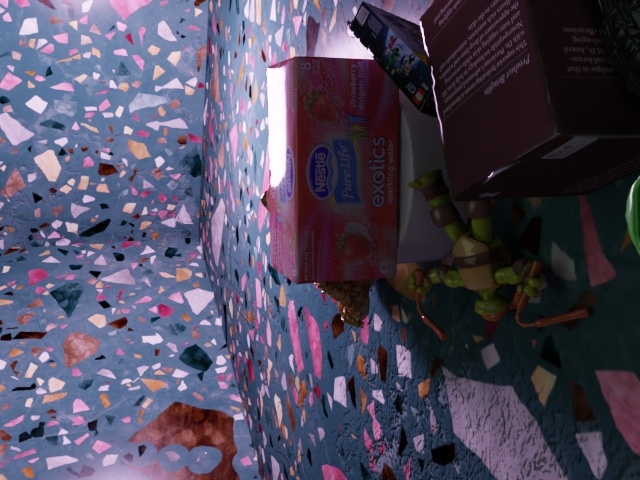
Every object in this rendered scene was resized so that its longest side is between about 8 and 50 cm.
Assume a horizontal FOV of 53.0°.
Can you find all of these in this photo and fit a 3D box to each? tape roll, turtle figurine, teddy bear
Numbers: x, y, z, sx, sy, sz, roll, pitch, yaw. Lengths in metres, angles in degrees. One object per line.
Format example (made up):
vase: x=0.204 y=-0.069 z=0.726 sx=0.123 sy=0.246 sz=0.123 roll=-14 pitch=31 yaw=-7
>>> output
tape roll: x=0.120 y=-0.103 z=0.985 sx=0.286 sy=0.100 sz=0.285 roll=176 pitch=90 yaw=-71
turtle figurine: x=0.201 y=0.011 z=0.789 sx=0.270 sy=0.087 sz=0.217 roll=-7 pitch=102 yaw=59
teddy bear: x=0.000 y=0.000 z=1.121 sx=0.338 sy=0.113 sz=0.245 roll=51 pitch=-147 yaw=-38

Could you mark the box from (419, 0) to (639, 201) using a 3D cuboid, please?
box: x=0.214 y=-0.158 z=0.594 sx=0.168 sy=0.167 sz=0.203 roll=144 pitch=120 yaw=-67

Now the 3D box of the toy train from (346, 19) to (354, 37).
toy train: x=0.082 y=-0.375 z=1.153 sx=0.158 sy=0.027 sz=0.036 roll=-133 pitch=39 yaw=-62

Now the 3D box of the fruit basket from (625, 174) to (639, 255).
fruit basket: x=0.253 y=0.001 z=0.213 sx=0.392 sy=0.393 sz=0.282 roll=116 pitch=145 yaw=-55

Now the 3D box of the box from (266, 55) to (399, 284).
box: x=0.013 y=-0.100 z=0.908 sx=0.142 sy=0.154 sz=0.299 roll=-155 pitch=64 yaw=-69

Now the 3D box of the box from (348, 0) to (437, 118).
box: x=0.146 y=-0.208 z=0.789 sx=0.044 sy=0.159 sz=0.233 roll=-60 pitch=34 yaw=28

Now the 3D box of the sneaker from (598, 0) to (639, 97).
sneaker: x=0.250 y=-0.230 z=0.488 sx=0.100 sy=0.108 sz=0.271 roll=-23 pitch=89 yaw=60
